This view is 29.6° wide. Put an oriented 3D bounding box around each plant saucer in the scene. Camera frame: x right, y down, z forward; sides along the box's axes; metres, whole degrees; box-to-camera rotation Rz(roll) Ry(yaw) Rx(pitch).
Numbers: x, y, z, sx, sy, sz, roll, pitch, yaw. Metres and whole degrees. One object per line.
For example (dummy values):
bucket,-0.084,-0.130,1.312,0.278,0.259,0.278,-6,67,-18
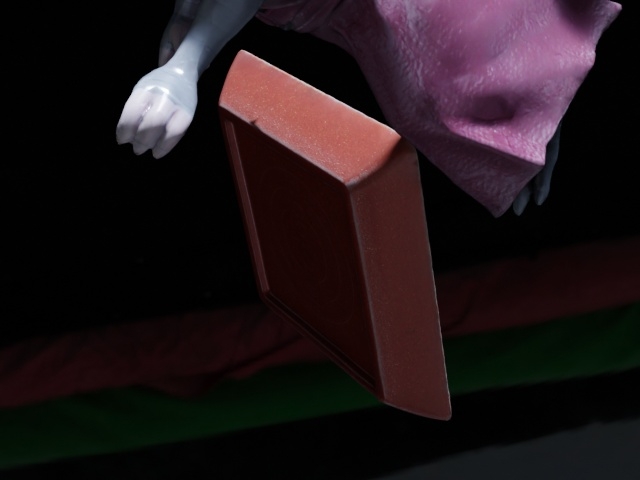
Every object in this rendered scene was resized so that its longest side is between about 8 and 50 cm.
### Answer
plant saucer,0.000,0.000,0.991,0.047,0.259,0.258,-26,-55,-23

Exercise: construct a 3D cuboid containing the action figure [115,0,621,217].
action figure,0.007,-0.167,0.679,0.370,0.248,0.276,27,-75,-27
